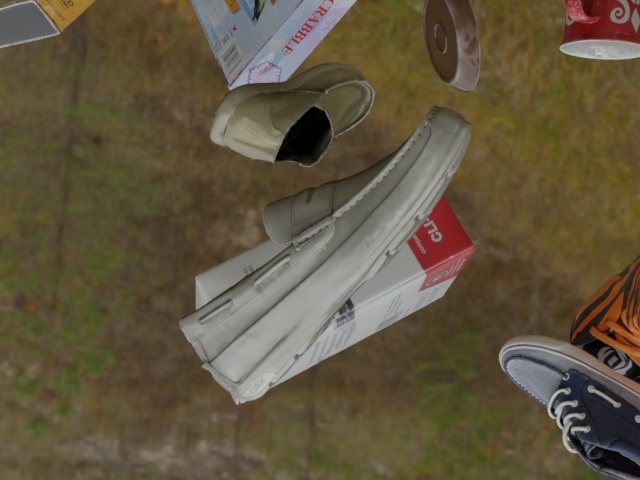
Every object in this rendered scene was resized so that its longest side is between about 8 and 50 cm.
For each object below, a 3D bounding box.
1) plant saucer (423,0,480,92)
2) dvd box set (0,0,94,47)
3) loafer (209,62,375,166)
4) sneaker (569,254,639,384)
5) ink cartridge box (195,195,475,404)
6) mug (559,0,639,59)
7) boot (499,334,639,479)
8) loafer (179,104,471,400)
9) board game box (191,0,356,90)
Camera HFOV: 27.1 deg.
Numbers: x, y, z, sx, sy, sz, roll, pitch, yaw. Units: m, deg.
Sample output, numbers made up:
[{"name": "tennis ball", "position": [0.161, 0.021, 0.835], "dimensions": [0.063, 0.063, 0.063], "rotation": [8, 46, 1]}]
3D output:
[{"name": "plant saucer", "position": [0.182, -0.291, 1.887], "dimensions": [0.029, 0.168, 0.168], "rotation": [-12, 165, -13]}, {"name": "dvd box set", "position": [-0.308, -0.430, 1.884], "dimensions": [0.308, 0.420, 0.062], "rotation": [2, 136, 54]}, {"name": "loafer", "position": [-0.016, -0.135, 1.531], "dimensions": [0.268, 0.092, 0.102], "rotation": [-22, 146, -50]}, {"name": "sneaker", "position": [0.326, 0.093, 1.247], "dimensions": [0.124, 0.321, 0.180], "rotation": [40, 115, -1]}, {"name": "ink cartridge box", "position": [0.007, 0.051, 1.419], "dimensions": [0.273, 0.114, 0.197], "rotation": [-28, 167, -13]}, {"name": "mug", "position": [0.363, -0.324, 1.662], "dimensions": [0.113, 0.169, 0.150], "rotation": [4, 176, 9]}, {"name": "boot", "position": [0.244, 0.158, 1.248], "dimensions": [0.190, 0.086, 0.069], "rotation": [23, 134, 21]}, {"name": "loafer", "position": [0.000, 0.000, 1.133], "dimensions": [0.111, 0.319, 0.112], "rotation": [43, -165, 3]}, {"name": "board game box", "position": [-0.041, -0.390, 1.742], "dimensions": [0.066, 0.318, 0.318], "rotation": [25, 119, -39]}]
